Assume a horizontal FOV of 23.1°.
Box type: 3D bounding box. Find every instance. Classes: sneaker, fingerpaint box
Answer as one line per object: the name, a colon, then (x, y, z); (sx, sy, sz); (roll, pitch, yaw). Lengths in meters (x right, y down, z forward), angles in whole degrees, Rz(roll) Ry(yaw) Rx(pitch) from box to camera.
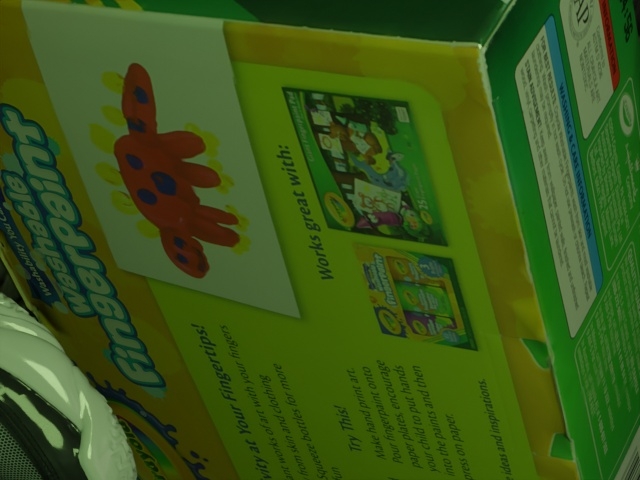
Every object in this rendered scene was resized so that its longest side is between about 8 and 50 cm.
sneaker: (-0.220, 0.071, 0.681); (0.153, 0.269, 0.101); (-51, 171, -31)
fingerpaint box: (0.000, 0.000, 0.902); (0.163, 0.371, 0.444); (-56, 141, -35)
